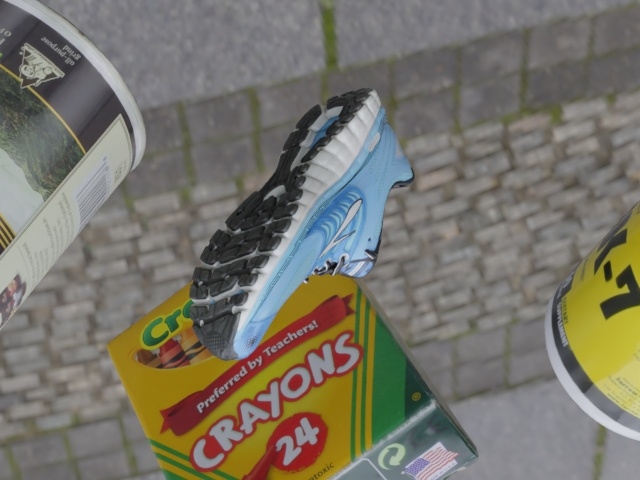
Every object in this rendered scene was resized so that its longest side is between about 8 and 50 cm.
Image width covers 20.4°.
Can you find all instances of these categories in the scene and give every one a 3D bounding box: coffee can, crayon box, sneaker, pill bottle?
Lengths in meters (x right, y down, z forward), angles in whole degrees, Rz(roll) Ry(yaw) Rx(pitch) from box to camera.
[{"bbox_3d":[-0.285,-0.027,1.298,0.201,0.275,0.201,25,148,17],"label":"coffee can"},{"bbox_3d":[-0.040,0.105,1.364,0.202,0.318,0.081,-37,130,2],"label":"crayon box"},{"bbox_3d":[0.000,0.000,0.877,0.073,0.162,0.063,49,151,-23],"label":"sneaker"},{"bbox_3d":[0.221,0.014,0.970,0.119,0.119,0.208,4,145,-27],"label":"pill bottle"}]
